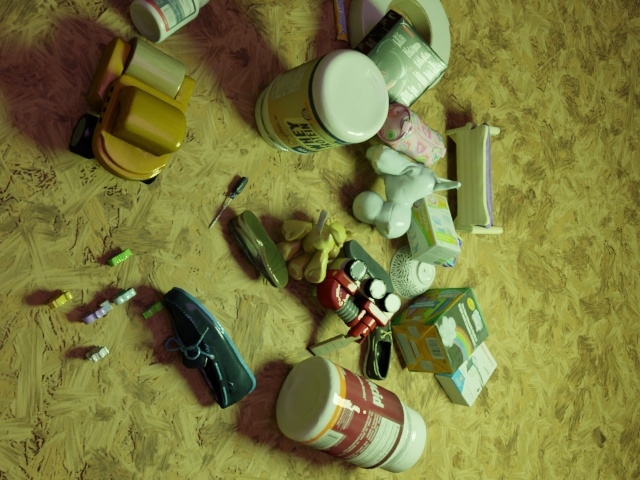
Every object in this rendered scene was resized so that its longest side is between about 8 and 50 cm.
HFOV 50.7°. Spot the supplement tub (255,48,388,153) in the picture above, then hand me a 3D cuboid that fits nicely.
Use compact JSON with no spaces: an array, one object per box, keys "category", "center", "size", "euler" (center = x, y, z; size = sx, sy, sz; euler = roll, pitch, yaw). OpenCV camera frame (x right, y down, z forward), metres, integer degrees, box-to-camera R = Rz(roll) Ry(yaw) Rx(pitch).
[{"category":"supplement tub","center":[-0.006,-0.345,1.737],"size":[0.228,0.316,0.229],"euler":[2,86,-37]}]

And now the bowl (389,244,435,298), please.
[{"category":"bowl","center":[0.304,0.099,2.103],"size":[0.170,0.080,0.170],"euler":[2,87,-37]}]

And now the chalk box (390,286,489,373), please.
[{"category":"chalk box","center":[0.388,0.259,2.093],"size":[0.289,0.179,0.180],"euler":[-34,107,-41]}]

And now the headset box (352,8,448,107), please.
[{"category":"headset box","center":[0.185,-0.476,1.952],"size":[0.218,0.110,0.293],"euler":[37,104,-30]}]

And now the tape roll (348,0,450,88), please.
[{"category":"tape roll","center":[0.254,-0.649,2.108],"size":[0.391,0.072,0.392],"euler":[2,86,-37]}]

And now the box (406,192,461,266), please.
[{"category":"box","center":[0.336,-0.039,2.072],"size":[0.114,0.103,0.203],"euler":[16,52,-36]}]

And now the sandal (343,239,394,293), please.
[{"category":"sandal","center":[0.140,0.096,1.993],"size":[0.254,0.054,0.097],"euler":[50,33,-24]}]

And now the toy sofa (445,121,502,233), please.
[{"category":"toy sofa","center":[0.529,-0.201,2.230],"size":[0.150,0.177,0.363],"euler":[1,86,-37]}]

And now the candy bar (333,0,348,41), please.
[{"category":"candy bar","center":[0.057,-0.669,1.990],"size":[0.040,0.018,0.162],"euler":[-7,93,-38]}]

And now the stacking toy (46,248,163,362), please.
[{"category":"stacking toy","center":[-0.476,0.145,1.521],"size":[0.221,0.052,0.167],"euler":[-39,111,-33]}]

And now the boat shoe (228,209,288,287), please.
[{"category":"boat shoe","center":[-0.162,0.028,1.756],"size":[0.224,0.073,0.080],"euler":[61,33,-15]}]

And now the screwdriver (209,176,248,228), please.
[{"category":"screwdriver","center":[-0.236,-0.097,1.734],"size":[0.024,0.025,0.170],"euler":[44,63,-27]}]

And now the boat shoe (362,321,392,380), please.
[{"category":"boat shoe","center":[0.182,0.301,2.006],"size":[0.081,0.068,0.228],"euler":[13,80,-37]}]

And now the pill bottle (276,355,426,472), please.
[{"category":"pill bottle","center":[0.093,0.484,1.832],"size":[0.392,0.224,0.224],"euler":[32,69,-32]}]

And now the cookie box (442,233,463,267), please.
[{"category":"cookie box","center":[0.413,0.020,2.215],"size":[0.091,0.040,0.107],"euler":[36,67,-30]}]

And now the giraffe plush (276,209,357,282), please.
[{"category":"giraffe plush","center":[0.000,0.000,1.828],"size":[0.181,0.210,0.170],"euler":[44,23,14]}]

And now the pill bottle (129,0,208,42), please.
[{"category":"pill bottle","center":[-0.354,-0.562,1.613],"size":[0.180,0.108,0.108],"euler":[-47,115,-30]}]

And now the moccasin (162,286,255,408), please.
[{"category":"moccasin","center":[-0.276,0.268,1.617],"size":[0.117,0.137,0.342],"euler":[-43,112,-26]}]

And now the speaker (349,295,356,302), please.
[{"category":"speaker","center":[0.078,0.131,1.944],"size":[0.055,0.055,0.136],"euler":[-33,107,-34]}]

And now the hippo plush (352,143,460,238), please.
[{"category":"hippo plush","center":[0.228,-0.125,1.991],"size":[0.294,0.234,0.237],"euler":[28,98,9]}]

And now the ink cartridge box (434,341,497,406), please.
[{"category":"ink cartridge box","center":[0.481,0.426,2.223],"size":[0.191,0.082,0.140],"euler":[-47,115,-28]}]

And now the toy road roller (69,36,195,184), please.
[{"category":"toy road roller","center":[-0.387,-0.291,1.490],"size":[0.202,0.240,0.330],"euler":[25,73,-34]}]

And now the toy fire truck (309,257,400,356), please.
[{"category":"toy fire truck","center":[0.059,0.197,1.851],"size":[0.217,0.158,0.246],"euler":[44,70,-20]}]

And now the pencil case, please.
[{"category":"pencil case","center":[0.268,-0.303,1.962],"size":[0.284,0.124,0.124],"euler":[18,76,-57]}]
